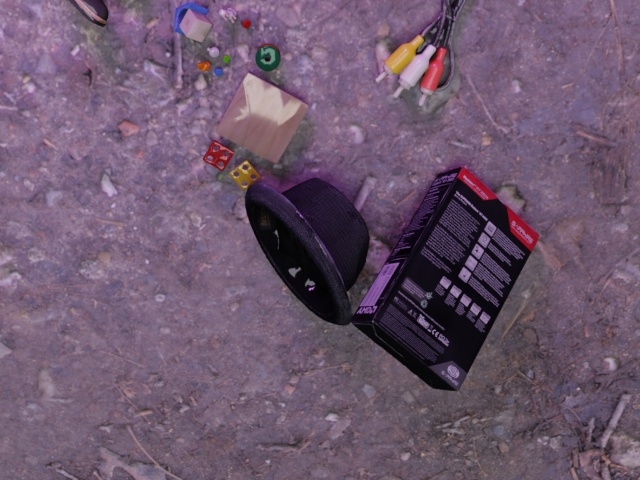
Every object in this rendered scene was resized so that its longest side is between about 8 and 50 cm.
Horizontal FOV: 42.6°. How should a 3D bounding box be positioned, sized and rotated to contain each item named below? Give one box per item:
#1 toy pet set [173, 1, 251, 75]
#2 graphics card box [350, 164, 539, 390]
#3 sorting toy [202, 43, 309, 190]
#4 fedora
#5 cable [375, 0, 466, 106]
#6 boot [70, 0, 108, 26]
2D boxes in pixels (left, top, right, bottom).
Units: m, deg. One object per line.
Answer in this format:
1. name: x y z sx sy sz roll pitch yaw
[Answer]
1. toy pet set: -0.208 -0.378 1.488 0.114 0.065 0.122 10 125 -45
2. graphics card box: 0.245 0.072 1.571 0.232 0.094 0.371 39 68 -19
3. sorting toy: -0.114 -0.229 1.556 0.132 0.046 0.275 26 113 -13
4. fedora: 0.000 0.000 1.586 0.152 0.334 0.334 -38 115 -18
5. cable: 0.224 -0.376 1.475 0.139 0.072 0.287 25 113 -18
6. boot: -0.384 -0.477 1.385 0.137 0.077 0.198 -34 88 10
